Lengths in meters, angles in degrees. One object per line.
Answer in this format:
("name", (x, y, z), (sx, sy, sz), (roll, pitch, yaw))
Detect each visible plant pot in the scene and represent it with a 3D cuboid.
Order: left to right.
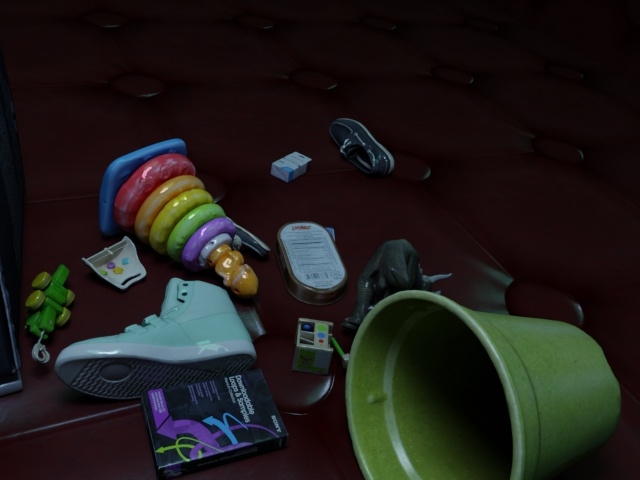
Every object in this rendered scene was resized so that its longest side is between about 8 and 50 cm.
("plant pot", (0.210, 0.194, 0.741), (0.254, 0.276, 0.276), (0, 35, -34))

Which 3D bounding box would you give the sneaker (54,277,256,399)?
("sneaker", (-0.228, 0.124, 0.830), (0.255, 0.094, 0.151), (1, 42, -30))

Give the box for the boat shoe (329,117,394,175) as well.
("boat shoe", (0.079, -0.215, 1.394), (0.065, 0.075, 0.206), (-17, 49, -38))

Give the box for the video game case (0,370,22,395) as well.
("video game case", (-0.499, 0.152, 0.785), (0.190, 0.022, 0.173), (-13, 42, -28))

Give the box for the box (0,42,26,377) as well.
("box", (-0.651, -0.050, 0.768), (0.479, 0.297, 0.472), (-7, 38, -21))

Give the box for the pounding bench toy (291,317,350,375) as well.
("pounding bench toy", (0.004, 0.153, 0.888), (0.083, 0.052, 0.065), (9, 35, -3))

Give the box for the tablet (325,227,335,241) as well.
("tablet", (0.000, 0.000, 1.136), (0.054, 0.006, 0.083), (5, 35, -7))

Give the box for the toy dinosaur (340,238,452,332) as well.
("toy dinosaur", (0.102, 0.062, 0.910), (0.121, 0.313, 0.160), (15, 72, 23))

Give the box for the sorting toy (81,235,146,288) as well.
("sorting toy", (-0.318, 0.044, 0.966), (0.075, 0.045, 0.083), (36, 44, 19))

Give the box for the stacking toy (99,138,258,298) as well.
("stacking toy", (-0.206, -0.014, 1.000), (0.302, 0.175, 0.165), (40, 43, 18))

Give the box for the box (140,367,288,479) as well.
("box", (-0.135, 0.226, 0.773), (0.162, 0.029, 0.116), (-7, 39, -25))

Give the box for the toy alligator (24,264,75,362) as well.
("toy alligator", (-0.390, 0.106, 0.856), (0.051, 0.056, 0.190), (-31, 37, 14))

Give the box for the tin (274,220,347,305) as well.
("tin", (-0.016, 0.033, 1.055), (0.106, 0.040, 0.190), (-1, 40, -20))

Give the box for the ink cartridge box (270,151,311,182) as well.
("ink cartridge box", (-0.062, -0.159, 1.317), (0.048, 0.028, 0.083), (29, 40, 23))

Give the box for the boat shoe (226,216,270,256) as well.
("boat shoe", (-0.147, -0.005, 1.075), (0.137, 0.049, 0.043), (32, 83, 23))
